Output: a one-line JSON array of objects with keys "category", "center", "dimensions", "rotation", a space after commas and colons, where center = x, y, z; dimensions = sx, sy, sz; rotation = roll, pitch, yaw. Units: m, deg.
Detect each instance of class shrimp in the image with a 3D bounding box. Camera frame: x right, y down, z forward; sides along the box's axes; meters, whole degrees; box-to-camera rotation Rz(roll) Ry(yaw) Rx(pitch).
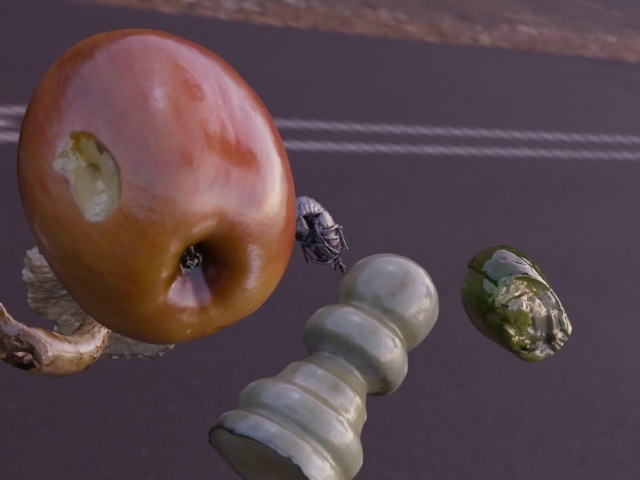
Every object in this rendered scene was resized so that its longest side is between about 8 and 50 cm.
[{"category": "shrimp", "center": [0.000, 0.000, 1.858], "dimensions": [0.057, 0.165, 0.065], "rotation": [3, 49, 39]}]

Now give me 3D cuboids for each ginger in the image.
[{"category": "ginger", "center": [-0.305, 0.094, 1.317], "dimensions": [0.097, 0.048, 0.030], "rotation": [41, 37, 2]}]

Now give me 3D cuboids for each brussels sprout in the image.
[{"category": "brussels sprout", "center": [0.283, 0.089, 2.003], "dimensions": [0.183, 0.131, 0.145], "rotation": [47, -6, -30]}]

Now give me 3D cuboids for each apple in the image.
[{"category": "apple", "center": [-0.134, -0.045, 1.144], "dimensions": [0.242, 0.242, 0.241], "rotation": [3, 42, -35]}]

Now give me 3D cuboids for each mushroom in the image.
[{"category": "mushroom", "center": [-0.273, 0.098, 1.621], "dimensions": [0.233, 0.208, 0.301], "rotation": [49, 52, -22]}]

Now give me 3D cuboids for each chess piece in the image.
[{"category": "chess piece", "center": [0.025, 0.157, 1.663], "dimensions": [0.182, 0.182, 0.330], "rotation": [25, 64, 22]}]
